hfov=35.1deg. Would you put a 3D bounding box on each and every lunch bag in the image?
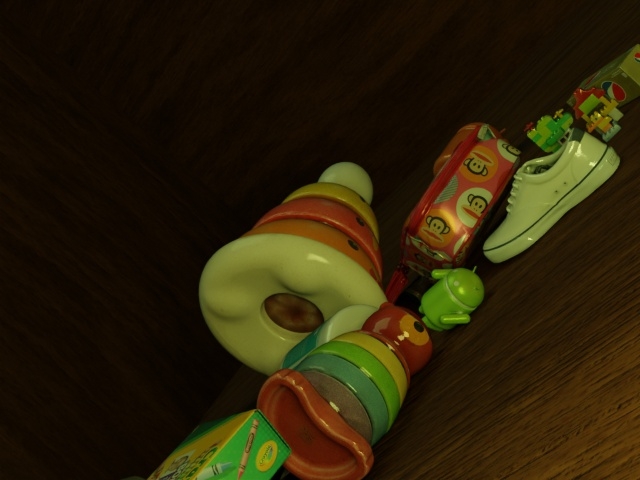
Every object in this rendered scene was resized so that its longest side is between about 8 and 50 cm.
[{"bbox_3d":[0.246,-0.063,1.703,0.258,0.120,0.293,-54,-11,-13],"label":"lunch bag"}]

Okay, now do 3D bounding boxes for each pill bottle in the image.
[{"bbox_3d":[0.022,0.212,1.644,0.146,0.146,0.264,-51,4,-34],"label":"pill bottle"}]

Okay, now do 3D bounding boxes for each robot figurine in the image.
[{"bbox_3d":[0.334,-0.176,2.240,0.219,0.128,0.158,-52,-16,-36],"label":"robot figurine"},{"bbox_3d":[0.196,0.087,1.500,0.115,0.067,0.101,-46,32,36],"label":"robot figurine"}]

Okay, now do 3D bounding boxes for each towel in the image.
[{"bbox_3d":[0.141,0.105,1.998,0.199,0.031,0.275,-66,-4,21],"label":"towel"}]

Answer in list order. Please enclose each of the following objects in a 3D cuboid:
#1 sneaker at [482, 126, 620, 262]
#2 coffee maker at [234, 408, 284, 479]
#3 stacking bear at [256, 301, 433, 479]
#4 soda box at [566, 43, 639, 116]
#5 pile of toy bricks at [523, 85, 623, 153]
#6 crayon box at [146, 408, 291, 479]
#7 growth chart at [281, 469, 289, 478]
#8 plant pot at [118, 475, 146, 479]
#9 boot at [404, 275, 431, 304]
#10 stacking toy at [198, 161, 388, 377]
[{"bbox_3d":[0.317,-0.069,1.486,0.258,0.091,0.094,-46,4,33],"label":"sneaker"},{"bbox_3d":[-0.115,0.389,1.677,0.178,0.120,0.171,-63,-9,-45],"label":"coffee maker"},{"bbox_3d":[0.057,0.194,1.419,0.289,0.175,0.164,-40,-7,-41],"label":"stacking bear"},{"bbox_3d":[0.488,-0.257,1.688,0.058,0.061,0.181,-50,4,-17],"label":"soda box"},{"bbox_3d":[0.376,-0.158,1.621,0.212,0.105,0.118,-47,4,22],"label":"pile of toy bricks"},{"bbox_3d":[-0.181,0.348,1.309,0.165,0.081,0.278,-26,16,51],"label":"crayon box"},{"bbox_3d":[-0.013,0.336,1.793,0.172,0.021,0.237,-46,5,25],"label":"growth chart"},{"bbox_3d":[-0.423,0.603,1.935,0.280,0.323,0.323,-32,-7,-36],"label":"plant pot"},{"bbox_3d":[0.208,0.066,1.897,0.114,0.037,0.106,-44,5,-1],"label":"boot"},{"bbox_3d":[0.000,0.000,1.912,0.350,0.350,0.480,-46,16,41],"label":"stacking toy"}]
